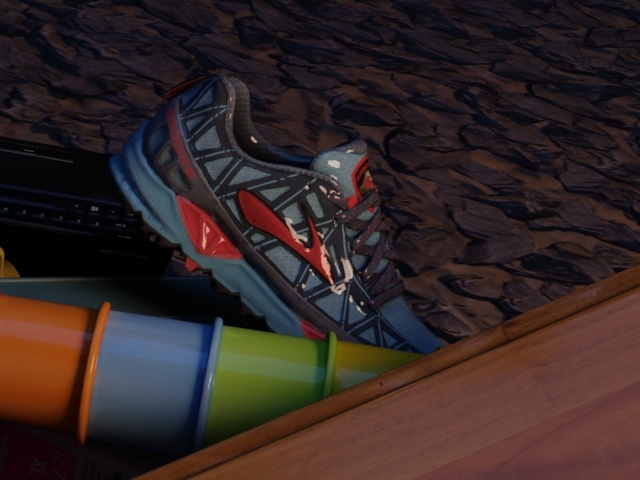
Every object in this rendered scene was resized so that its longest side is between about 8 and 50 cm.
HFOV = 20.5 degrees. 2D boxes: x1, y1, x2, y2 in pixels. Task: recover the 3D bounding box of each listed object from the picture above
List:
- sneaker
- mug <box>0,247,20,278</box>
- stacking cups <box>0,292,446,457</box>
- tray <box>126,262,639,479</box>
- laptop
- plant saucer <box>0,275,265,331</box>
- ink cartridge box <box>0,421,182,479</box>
[{"bbox_3d":[0.000,0.000,1.073,0.262,0.125,0.104,39,11,-5],"label":"sneaker"},{"bbox_3d":[-0.227,0.041,1.130,0.064,0.078,0.062,-14,12,-31],"label":"mug"},{"bbox_3d":[-0.090,0.071,0.963,0.316,0.096,0.096,12,25,-4],"label":"stacking cups"},{"bbox_3d":[0.113,0.138,0.844,0.411,0.076,0.203,-22,55,-14],"label":"tray"},{"bbox_3d":[-0.222,-0.043,1.219,0.234,0.136,0.264,10,37,-10],"label":"laptop"},{"bbox_3d":[-0.117,0.042,1.114,0.192,0.018,0.067,-1,27,-28],"label":"plant saucer"},{"bbox_3d":[-0.024,0.140,1.038,0.311,0.065,0.186,20,25,18],"label":"ink cartridge box"}]
